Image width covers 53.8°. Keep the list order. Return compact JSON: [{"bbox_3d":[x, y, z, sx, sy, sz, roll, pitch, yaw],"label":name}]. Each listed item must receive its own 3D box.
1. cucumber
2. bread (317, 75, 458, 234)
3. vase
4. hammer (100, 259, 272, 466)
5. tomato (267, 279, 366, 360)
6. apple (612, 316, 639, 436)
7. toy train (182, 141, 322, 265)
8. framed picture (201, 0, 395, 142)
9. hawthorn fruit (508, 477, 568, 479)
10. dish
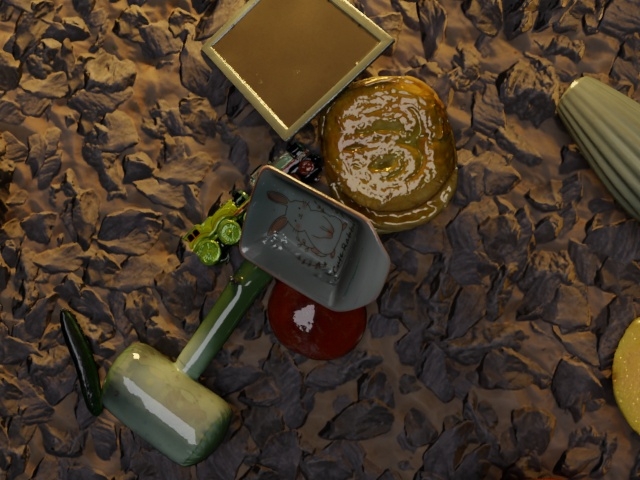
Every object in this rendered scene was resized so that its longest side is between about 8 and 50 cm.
[{"bbox_3d":[-0.388,0.198,1.033,0.036,0.033,0.185,-17,87,-19],"label":"cucumber"},{"bbox_3d":[0.101,-0.130,0.936,0.198,0.120,0.236,-12,88,5],"label":"bread"},{"bbox_3d":[0.442,-0.130,0.897,0.128,0.128,0.248,-41,76,4],"label":"vase"},{"bbox_3d":[-0.177,0.163,0.977,0.206,0.119,0.336,34,86,5],"label":"hammer"},{"bbox_3d":[-0.008,0.114,0.959,0.159,0.091,0.139,18,94,5],"label":"tomato"},{"bbox_3d":[0.498,0.188,0.842,0.120,0.265,0.193,42,116,-17],"label":"apple"},{"bbox_3d":[-0.103,-0.059,0.994,0.249,0.053,0.085,-41,79,4],"label":"toy train"},{"bbox_3d":[-0.044,-0.295,0.958,0.217,0.017,0.274,-41,59,5],"label":"framed picture"},{"bbox_3d":[0.337,0.425,0.861,0.298,0.211,0.212,-9,88,-4],"label":"hawthorn fruit"},{"bbox_3d":[0.000,0.000,0.913,0.234,0.064,0.154,30,116,23],"label":"dish"}]
